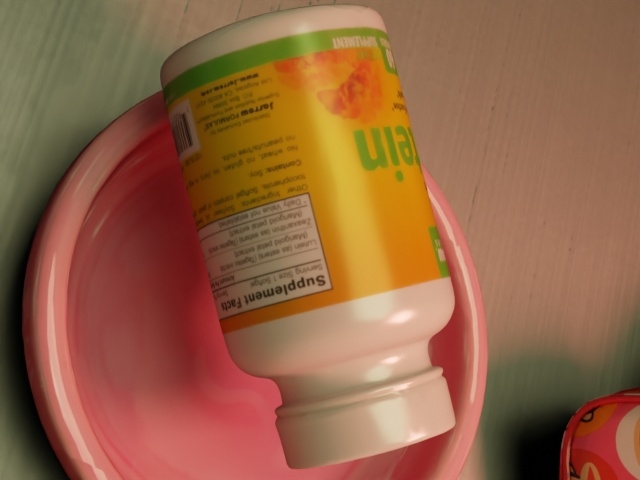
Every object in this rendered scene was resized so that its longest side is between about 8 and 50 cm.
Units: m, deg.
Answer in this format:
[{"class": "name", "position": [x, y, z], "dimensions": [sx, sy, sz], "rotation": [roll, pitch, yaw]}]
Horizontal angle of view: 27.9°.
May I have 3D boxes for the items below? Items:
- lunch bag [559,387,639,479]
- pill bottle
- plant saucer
[{"class": "lunch bag", "position": [0.271, 0.250, 0.919], "dimensions": [0.120, 0.258, 0.293], "rotation": [12, 77, -67]}, {"class": "pill bottle", "position": [0.000, 0.000, 0.747], "dimensions": [0.136, 0.136, 0.246], "rotation": [-12, 86, -35]}, {"class": "plant saucer", "position": [-0.041, 0.059, 0.840], "dimensions": [0.332, 0.084, 0.332], "rotation": [8, 75, -33]}]
